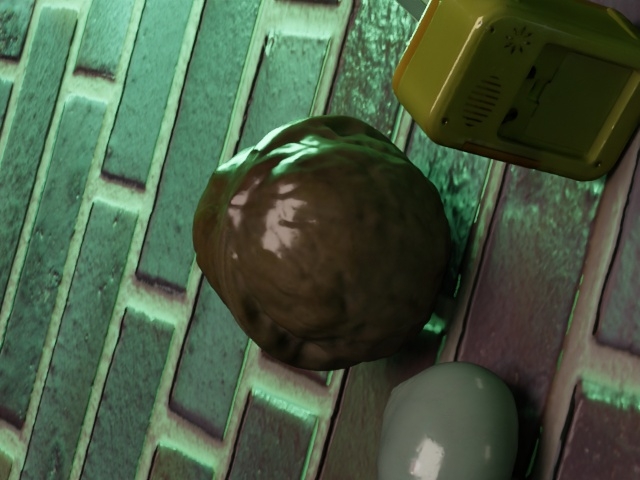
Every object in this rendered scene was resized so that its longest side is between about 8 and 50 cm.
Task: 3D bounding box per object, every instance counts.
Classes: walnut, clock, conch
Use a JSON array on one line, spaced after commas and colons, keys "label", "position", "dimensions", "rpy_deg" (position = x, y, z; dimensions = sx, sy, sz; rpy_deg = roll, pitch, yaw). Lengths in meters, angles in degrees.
[{"label": "walnut", "position": [-0.001, 0.002, 1.861], "dimensions": [0.248, 0.248, 0.248], "rpy_deg": [-30, 54, 51]}, {"label": "clock", "position": [0.176, -0.140, 1.646], "dimensions": [0.143, 0.202, 0.096], "rpy_deg": [-61, 35, 24]}, {"label": "conch", "position": [0.109, 0.217, 1.722], "dimensions": [0.185, 0.121, 0.221], "rpy_deg": [105, 167, -79]}]

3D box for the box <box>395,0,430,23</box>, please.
[{"label": "box", "position": [0.166, -0.298, 1.842], "dimensions": [0.225, 0.086, 0.129], "rpy_deg": [-64, 33, 19]}]
